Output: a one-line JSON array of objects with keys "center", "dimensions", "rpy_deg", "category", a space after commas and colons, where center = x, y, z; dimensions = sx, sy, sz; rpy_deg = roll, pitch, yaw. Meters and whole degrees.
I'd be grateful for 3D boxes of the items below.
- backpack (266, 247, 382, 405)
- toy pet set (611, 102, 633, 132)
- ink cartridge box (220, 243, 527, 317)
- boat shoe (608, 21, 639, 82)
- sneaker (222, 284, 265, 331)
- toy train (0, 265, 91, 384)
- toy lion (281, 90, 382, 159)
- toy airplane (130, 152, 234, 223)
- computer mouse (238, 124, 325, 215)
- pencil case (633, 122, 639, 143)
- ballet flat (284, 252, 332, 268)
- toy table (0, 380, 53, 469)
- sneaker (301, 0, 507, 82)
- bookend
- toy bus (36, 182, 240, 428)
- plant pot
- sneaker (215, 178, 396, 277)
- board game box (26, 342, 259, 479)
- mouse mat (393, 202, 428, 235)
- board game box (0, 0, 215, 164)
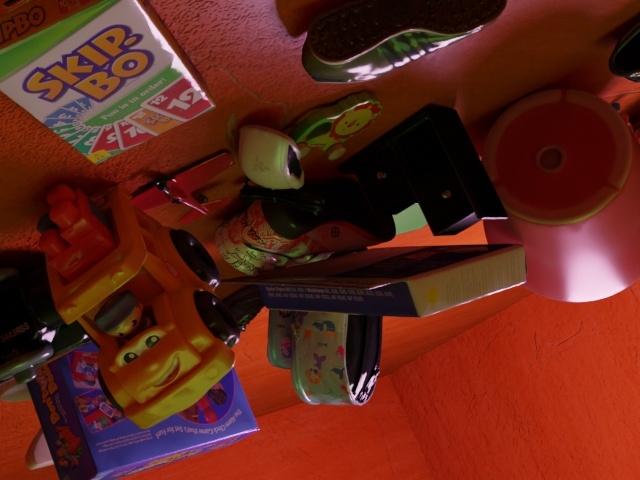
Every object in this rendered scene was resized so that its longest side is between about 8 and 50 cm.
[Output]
[{"center": [0.016, 0.148, 1.611], "dimensions": [0.191, 0.254, 0.225], "rpy_deg": [-6, 173, 16], "category": "backpack"}, {"center": [0.456, -0.149, 1.557], "dimensions": [0.122, 0.114, 0.065], "rpy_deg": [-30, -179, 31], "category": "toy pet set"}, {"center": [0.068, 0.059, 1.318], "dimensions": [0.307, 0.072, 0.303], "rpy_deg": [-15, -171, -41], "category": "ink cartridge box"}, {"center": [0.459, -0.267, 1.151], "dimensions": [0.254, 0.095, 0.079], "rpy_deg": [-23, 180, 38], "category": "boat shoe"}, {"center": [-0.145, 0.135, 1.670], "dimensions": [0.188, 0.071, 0.066], "rpy_deg": [-26, 165, 12], "category": "sneaker"}, {"center": [-0.405, 0.129, 1.142], "dimensions": [0.333, 0.142, 0.190], "rpy_deg": [-28, 175, 16], "category": "toy train"}, {"center": [0.018, -0.130, 1.074], "dimensions": [0.100, 0.034, 0.096], "rpy_deg": [-6, 151, -48], "category": "toy lion"}, {"center": [-0.154, -0.049, 1.090], "dimensions": [0.151, 0.028, 0.151], "rpy_deg": [-20, 166, -5], "category": "toy airplane"}, {"center": [-0.056, -0.071, 1.069], "dimensions": [0.106, 0.042, 0.193], "rpy_deg": [16, 165, 12], "category": "computer mouse"}, {"center": [0.594, -0.168, 1.587], "dimensions": [0.160, 0.167, 0.386], "rpy_deg": [27, 142, -18], "category": "pencil case"}, {"center": [0.000, 0.000, 1.487], "dimensions": [0.168, 0.057, 0.052], "rpy_deg": [-33, 135, 21], "category": "ballet flat"}, {"center": [-0.389, 0.276, 1.623], "dimensions": [0.274, 0.161, 0.252], "rpy_deg": [-11, 161, -37], "category": "toy table"}, {"center": [0.068, -0.190, 0.882], "dimensions": [0.192, 0.064, 0.086], "rpy_deg": [-19, 172, -15], "category": "sneaker"}, {"center": [0.126, -0.062, 1.223], "dimensions": [0.157, 0.156, 0.072], "rpy_deg": [-32, 164, 32], "category": "bookend"}, {"center": [-0.203, 0.046, 0.981], "dimensions": [0.149, 0.220, 0.211], "rpy_deg": [-35, 133, 6], "category": "toy bus"}, {"center": [0.341, -0.073, 1.361], "dimensions": [0.274, 0.275, 0.243], "rpy_deg": [-26, 155, 10], "category": "plant pot"}, {"center": [-0.022, -0.014, 1.308], "dimensions": [0.145, 0.090, 0.270], "rpy_deg": [-30, 163, 32], "category": "sneaker"}, {"center": [-0.268, 0.222, 1.469], "dimensions": [0.078, 0.233, 0.347], "rpy_deg": [-33, 162, 31], "category": "board game box"}, {"center": [0.140, -0.035, 1.642], "dimensions": [0.189, 0.007, 0.152], "rpy_deg": [-12, 162, -33], "category": "mouse mat"}, {"center": [-0.173, -0.134, 0.756], "dimensions": [0.124, 0.039, 0.259], "rpy_deg": [-25, 163, 3], "category": "board game box"}]
